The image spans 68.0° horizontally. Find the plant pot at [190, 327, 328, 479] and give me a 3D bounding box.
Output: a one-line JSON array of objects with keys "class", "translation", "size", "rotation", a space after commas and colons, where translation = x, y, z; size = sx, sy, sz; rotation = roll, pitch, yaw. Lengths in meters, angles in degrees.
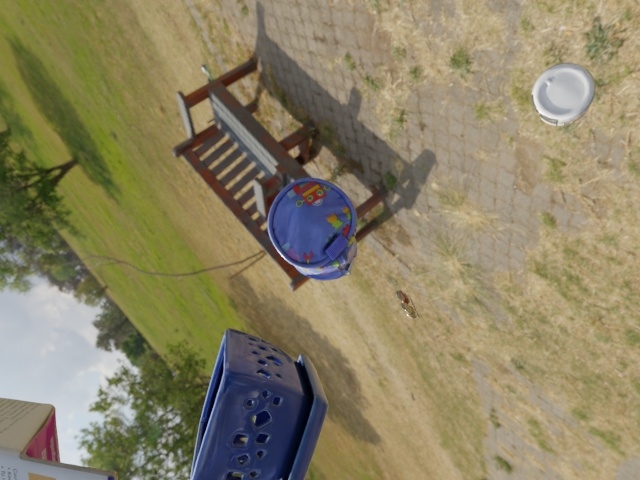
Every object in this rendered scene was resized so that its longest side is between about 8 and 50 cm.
[{"class": "plant pot", "translation": [-0.116, 0.335, 0.930], "size": [0.212, 0.236, 0.236], "rotation": [17, -174, -13]}]

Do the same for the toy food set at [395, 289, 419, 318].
[{"class": "toy food set", "translation": [0.212, 0.159, 1.195], "size": [0.122, 0.019, 0.078], "rotation": [38, -153, -53]}]

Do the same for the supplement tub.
[{"class": "supplement tub", "translation": [0.523, -0.309, 1.024], "size": [0.116, 0.190, 0.117], "rotation": [5, 102, 26]}]

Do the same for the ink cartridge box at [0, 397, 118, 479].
[{"class": "ink cartridge box", "translation": [-0.293, 0.286, 0.401], "size": [0.071, 0.329, 0.325], "rotation": [-56, -31, -74]}]

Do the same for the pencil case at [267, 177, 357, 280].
[{"class": "pencil case", "translation": [0.000, 0.000, 0.751], "size": [0.133, 0.119, 0.306], "rotation": [39, 176, 8]}]
